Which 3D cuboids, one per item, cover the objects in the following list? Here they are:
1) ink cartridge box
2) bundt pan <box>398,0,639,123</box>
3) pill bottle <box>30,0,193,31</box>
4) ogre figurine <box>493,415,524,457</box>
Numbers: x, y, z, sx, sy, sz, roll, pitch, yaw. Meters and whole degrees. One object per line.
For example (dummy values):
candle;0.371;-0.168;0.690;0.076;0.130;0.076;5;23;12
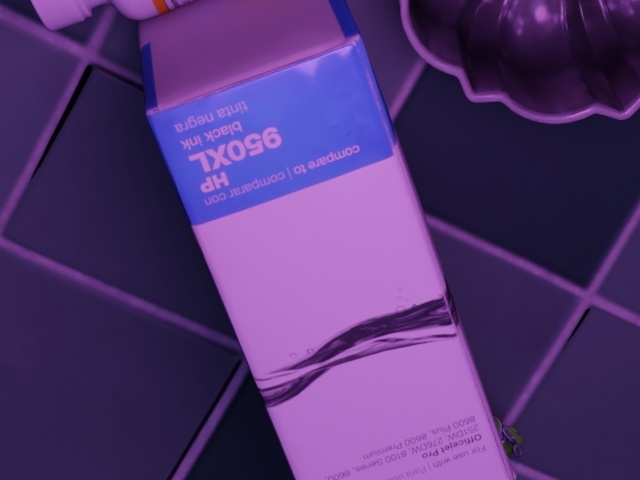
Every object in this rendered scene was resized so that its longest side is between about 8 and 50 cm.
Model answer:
ink cartridge box;0.000;0.000;1.459;0.166;0.285;0.395;-20;114;2
bundt pan;0.199;-0.264;1.462;0.331;0.124;0.330;-2;115;-5
pill bottle;-0.112;-0.250;1.418;0.246;0.136;0.136;-21;114;1
ogre figurine;0.077;0.200;1.667;0.197;0.097;0.118;-16;133;15
